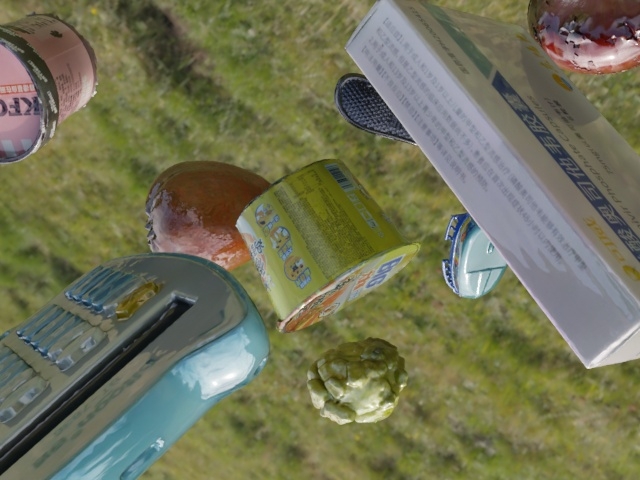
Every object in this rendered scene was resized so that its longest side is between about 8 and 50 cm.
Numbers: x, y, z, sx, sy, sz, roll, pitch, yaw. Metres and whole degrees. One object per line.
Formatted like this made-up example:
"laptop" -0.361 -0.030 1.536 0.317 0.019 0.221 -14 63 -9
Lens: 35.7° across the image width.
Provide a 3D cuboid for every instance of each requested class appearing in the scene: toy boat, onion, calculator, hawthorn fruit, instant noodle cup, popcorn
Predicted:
"toy boat" 0.190 0.004 1.257 0.175 0.091 0.110 94 162 -45
"onion" 0.319 -0.240 1.068 0.184 0.184 0.147 2 143 48
"calculator" -0.180 0.101 0.686 0.054 0.256 0.386 55 160 -22
"hawthorn fruit" -0.148 -0.038 1.542 0.199 0.251 0.199 169 90 -75
"instant noodle cup" 0.000 0.000 1.230 0.153 0.205 0.205 58 153 10
"popcorn" 0.064 0.228 1.621 0.174 0.142 0.173 4 176 0

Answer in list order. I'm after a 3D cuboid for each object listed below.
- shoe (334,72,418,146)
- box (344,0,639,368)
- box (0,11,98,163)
"shoe" 0.085 -0.158 1.223 0.159 0.062 0.053 21 -165 -16
"box" 0.185 -0.059 0.807 0.065 0.200 0.343 -53 56 33
"box" -0.333 -0.180 1.107 0.151 0.135 0.151 11 122 18
